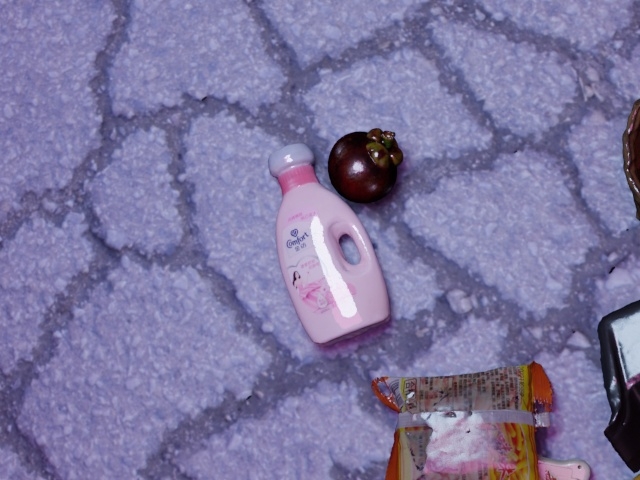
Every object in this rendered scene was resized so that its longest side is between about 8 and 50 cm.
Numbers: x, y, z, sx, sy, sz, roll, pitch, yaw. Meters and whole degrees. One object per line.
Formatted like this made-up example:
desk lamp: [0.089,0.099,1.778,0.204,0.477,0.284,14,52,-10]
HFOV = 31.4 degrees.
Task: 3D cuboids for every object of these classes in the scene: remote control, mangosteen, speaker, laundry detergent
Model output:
remote control: [0.359,0.371,1.779,0.122,0.032,0.074,9,83,13]
mangosteen: [0.079,-0.130,1.870,0.140,0.140,0.140,-2,81,13]
speaker: [0.582,0.161,1.642,0.388,0.180,0.184,-28,42,17]
laundry detergent: [0.000,0.000,1.893,0.159,0.088,0.335,-21,77,6]

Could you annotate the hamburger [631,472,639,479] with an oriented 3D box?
hamburger: [0.582,0.431,1.618,0.319,0.158,0.318,-13,53,18]

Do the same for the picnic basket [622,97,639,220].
picnic basket: [0.613,-0.134,1.659,0.337,0.337,0.293,5,82,14]

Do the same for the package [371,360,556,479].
package: [0.222,0.304,1.773,0.288,0.108,0.223,-9,66,14]
